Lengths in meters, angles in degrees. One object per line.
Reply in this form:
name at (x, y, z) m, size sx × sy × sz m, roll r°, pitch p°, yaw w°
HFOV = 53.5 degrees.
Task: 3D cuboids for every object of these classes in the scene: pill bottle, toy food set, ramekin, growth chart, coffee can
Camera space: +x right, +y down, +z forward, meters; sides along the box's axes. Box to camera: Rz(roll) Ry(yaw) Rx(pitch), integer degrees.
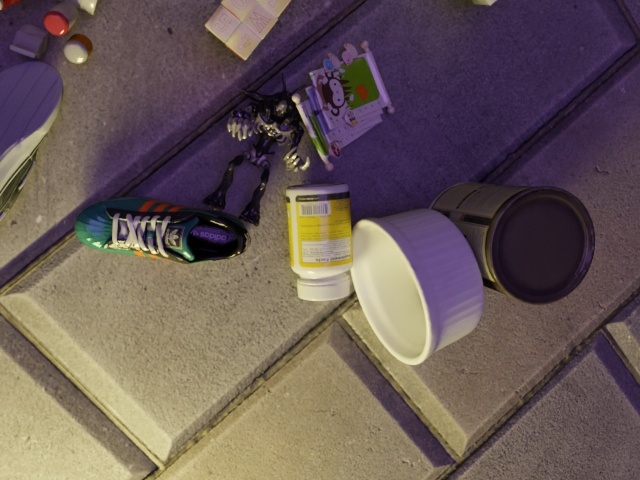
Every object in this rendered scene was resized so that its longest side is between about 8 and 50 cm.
pill bottle at (0.000, 0.000, 1.182) m, size 0.119 × 0.119 × 0.208 m, roll -5°, pitch 99°, yaw -14°
toy food set at (-0.484, -0.340, 0.995) m, size 0.232 × 0.104 × 0.111 m, roll 19°, pitch 127°, yaw -14°
ramekin at (0.174, 0.074, 1.163) m, size 0.135 × 0.277 × 0.277 m, roll -19°, pitch 101°, yaw -19°
growth chart at (0.045, -0.259, 1.172) m, size 0.237 × 0.021 × 0.172 m, roll -43°, pitch 111°, yaw -32°
coffee can at (0.338, -0.007, 1.189) m, size 0.202 × 0.275 × 0.201 m, roll -2°, pitch 98°, yaw -14°

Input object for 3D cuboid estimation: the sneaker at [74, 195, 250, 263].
sneaker at (-0.271, -0.018, 1.106) m, size 0.302 × 0.121 × 0.108 m, roll 3°, pitch 96°, yaw -15°

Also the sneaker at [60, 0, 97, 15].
sneaker at (-0.406, -0.534, 1.014) m, size 0.169 × 0.108 × 0.292 m, roll 16°, pitch 94°, yaw -19°

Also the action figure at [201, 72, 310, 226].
action figure at (-0.097, -0.166, 1.127) m, size 0.164 × 0.141 × 0.275 m, roll 24°, pitch 94°, yaw -15°

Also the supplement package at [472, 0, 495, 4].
supplement package at (0.297, -0.596, 1.142) m, size 0.204 × 0.145 × 0.262 m, roll -39°, pitch 106°, yaw 15°

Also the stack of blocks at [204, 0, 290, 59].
stack of blocks at (-0.071, -0.451, 1.078) m, size 0.087 × 0.171 × 0.297 m, roll 38°, pitch 97°, yaw -16°

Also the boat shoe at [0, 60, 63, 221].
boat shoe at (-0.527, -0.139, 1.030) m, size 0.121 × 0.119 × 0.335 m, roll 27°, pitch 70°, yaw -4°
